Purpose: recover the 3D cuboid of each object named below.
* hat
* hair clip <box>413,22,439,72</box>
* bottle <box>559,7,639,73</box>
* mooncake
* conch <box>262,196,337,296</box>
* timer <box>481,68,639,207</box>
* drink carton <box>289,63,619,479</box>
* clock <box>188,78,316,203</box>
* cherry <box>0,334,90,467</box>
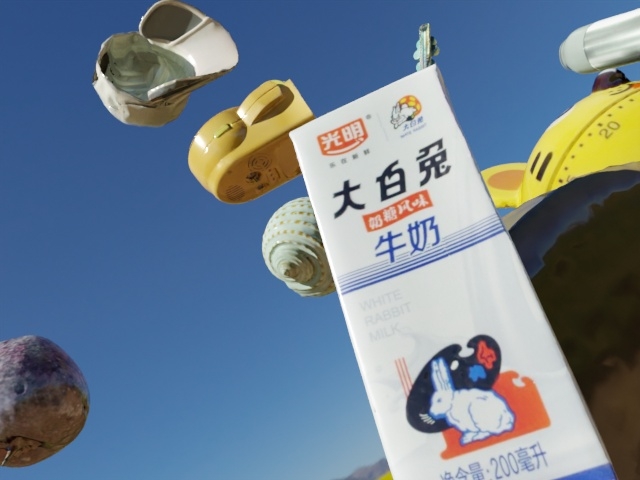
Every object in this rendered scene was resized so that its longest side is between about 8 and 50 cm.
[{"bbox_3d":[-0.287,-0.320,1.249,0.275,0.232,0.161,-19,-28,6],"label":"hat"},{"bbox_3d":[0.168,-0.266,1.066,0.049,0.173,0.049,5,-16,1],"label":"hair clip"},{"bbox_3d":[0.484,-0.310,1.016,0.096,0.080,0.253,15,-4,-24],"label":"bottle"},{"bbox_3d":[0.312,0.125,0.655,0.394,0.393,0.246,-8,-8,-9],"label":"mooncake"},{"bbox_3d":[0.003,0.000,1.080,0.200,0.172,0.131,-46,13,-26],"label":"conch"},{"bbox_3d":[0.452,-0.084,0.998,0.376,0.387,0.376,-8,-61,-14],"label":"timer"},{"bbox_3d":[0.086,0.038,0.482,0.130,0.315,0.106,-23,-26,11],"label":"drink carton"},{"bbox_3d":[-0.160,-0.225,1.611,0.317,0.200,0.244,-36,-28,-5],"label":"clock"},{"bbox_3d":[-0.441,0.234,0.985,0.195,0.195,0.195,-30,-21,-13],"label":"cherry"}]
